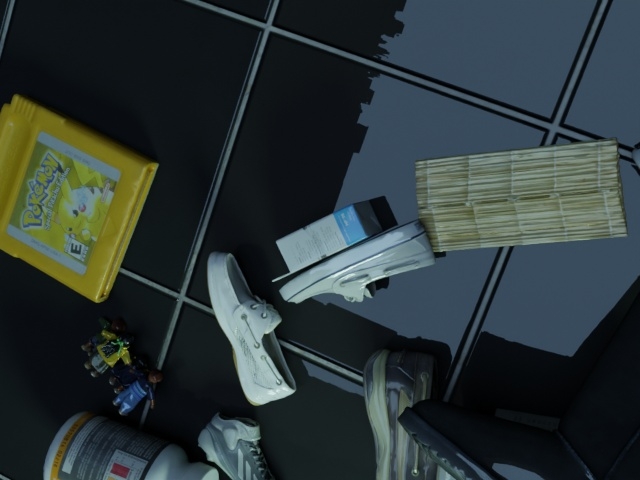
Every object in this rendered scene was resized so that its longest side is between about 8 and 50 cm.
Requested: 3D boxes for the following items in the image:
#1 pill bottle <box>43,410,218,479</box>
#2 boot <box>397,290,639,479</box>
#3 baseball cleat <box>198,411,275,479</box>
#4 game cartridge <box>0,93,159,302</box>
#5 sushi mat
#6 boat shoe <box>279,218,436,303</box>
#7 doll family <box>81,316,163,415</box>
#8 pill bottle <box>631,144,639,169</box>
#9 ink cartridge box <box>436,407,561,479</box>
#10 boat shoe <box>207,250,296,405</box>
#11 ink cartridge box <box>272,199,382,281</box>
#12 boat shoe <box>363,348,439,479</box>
[{"bbox_3d":[-0.334,0.420,1.563,0.278,0.162,0.162,17,101,16],"label":"pill bottle"},{"bbox_3d":[0.380,0.199,1.228,0.367,0.146,0.445,36,80,18],"label":"boot"},{"bbox_3d":[-0.119,0.384,1.536,0.206,0.072,0.109,39,100,7],"label":"baseball cleat"},{"bbox_3d":[-0.484,-0.082,1.615,0.324,0.053,0.285,26,103,13],"label":"game cartridge"},{"bbox_3d":[0.306,-0.068,1.371,0.317,0.019,0.151,-5,96,19],"label":"sushi mat"},{"bbox_3d":[0.060,0.056,1.432,0.267,0.096,0.088,-26,90,14],"label":"boat shoe"},{"bbox_3d":[-0.355,0.224,1.598,0.111,0.076,0.193,-40,88,14],"label":"doll family"},{"bbox_3d":[0.544,-0.134,1.240,0.184,0.103,0.103,-34,85,19],"label":"pill bottle"},{"bbox_3d":[0.317,0.433,1.364,0.272,0.130,0.309,7,98,17],"label":"ink cartridge box"},{"bbox_3d":[-0.110,0.140,1.496,0.096,0.098,0.277,-16,100,19],"label":"boat shoe"},{"bbox_3d":[0.000,0.000,1.435,0.180,0.104,0.060,-25,88,19],"label":"ink cartridge box"},{"bbox_3d":[0.160,0.346,1.408,0.130,0.132,0.355,-10,94,19],"label":"boat shoe"}]
